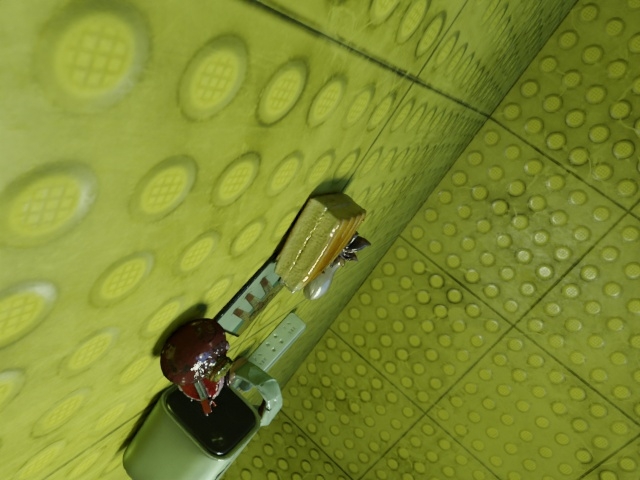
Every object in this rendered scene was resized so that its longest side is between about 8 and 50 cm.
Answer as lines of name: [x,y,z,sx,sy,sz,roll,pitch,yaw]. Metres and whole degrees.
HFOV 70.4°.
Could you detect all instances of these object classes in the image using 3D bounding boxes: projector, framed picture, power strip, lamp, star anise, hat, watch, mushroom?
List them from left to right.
projector: [-0.355,0.552,1.264,0.249,0.248,0.248,-54,167,17]
lamp: [-0.262,0.247,0.978,0.157,0.135,0.156,-27,153,-56]
hat: [-0.285,0.337,1.216,0.129,0.140,0.227,-43,-177,18]
watch: [-0.259,0.564,1.648,0.161,0.241,0.253,-36,161,-53]
framed picture: [-0.187,0.167,1.290,0.244,0.013,0.324,-49,168,-11]
power strip: [-0.215,0.459,1.845,0.385,0.091,0.062,-46,165,-18]
mushroom: [0.011,0.133,1.699,0.213,0.088,0.097,-56,177,-2]
star anise: [0.031,0.030,1.456,0.262,0.081,0.230,-15,156,-14]

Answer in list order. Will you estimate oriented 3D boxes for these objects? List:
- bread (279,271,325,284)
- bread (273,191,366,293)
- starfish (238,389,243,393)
bread: [-0.060,0.103,1.366,0.126,0.044,0.129,-21,175,23]
bread: [0.000,0.000,1.216,0.246,0.111,0.239,-57,166,21]
starfish: [-0.431,0.769,2.084,0.247,0.050,0.138,-32,159,-47]
